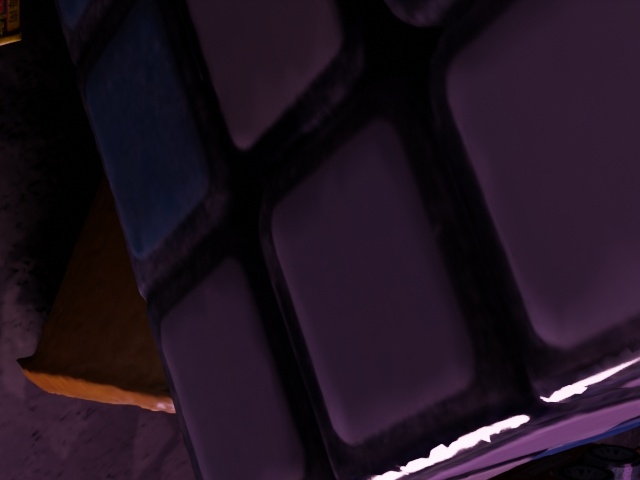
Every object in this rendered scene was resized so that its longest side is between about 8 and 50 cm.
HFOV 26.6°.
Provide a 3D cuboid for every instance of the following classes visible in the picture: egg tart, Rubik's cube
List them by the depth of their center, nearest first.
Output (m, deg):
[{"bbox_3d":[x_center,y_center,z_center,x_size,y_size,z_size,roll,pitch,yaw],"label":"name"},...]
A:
[{"bbox_3d":[0.116,-0.105,0.538,0.358,0.362,0.363,-7,75,-33],"label":"Rubik's cube"},{"bbox_3d":[-0.051,0.020,0.717,0.202,0.202,0.147,15,79,-60],"label":"egg tart"}]

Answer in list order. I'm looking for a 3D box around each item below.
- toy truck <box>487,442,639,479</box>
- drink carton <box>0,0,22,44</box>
[{"bbox_3d":[0.166,0.264,1.217,0.305,0.162,0.136,-10,105,-50],"label":"toy truck"},{"bbox_3d":[-0.190,-0.101,0.529,0.165,0.056,0.071,-28,133,-50],"label":"drink carton"}]
